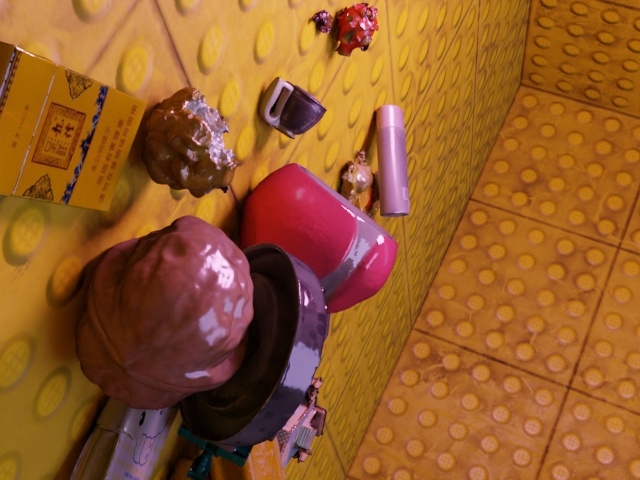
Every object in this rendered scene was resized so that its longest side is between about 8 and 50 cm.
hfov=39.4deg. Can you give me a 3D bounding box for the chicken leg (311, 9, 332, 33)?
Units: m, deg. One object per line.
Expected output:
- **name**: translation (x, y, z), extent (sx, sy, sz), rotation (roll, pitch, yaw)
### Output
- **chicken leg**: translation (0.005, -0.411, 1.670), extent (0.036, 0.021, 0.083), rotation (-61, 162, 1)

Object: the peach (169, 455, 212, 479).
- **peach**: translation (-0.249, 0.488, 1.760), extent (0.118, 0.151, 0.151), rotation (33, 72, -27)

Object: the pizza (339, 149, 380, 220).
- **pizza**: translation (0.094, -0.100, 2.201), extent (0.287, 0.075, 0.280), rotation (71, 41, -64)

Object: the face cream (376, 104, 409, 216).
- **face cream**: translation (0.178, -0.195, 2.209), extent (0.107, 0.073, 0.269), rotation (18, 69, -77)

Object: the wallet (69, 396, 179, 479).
- **wallet**: translation (-0.292, 0.295, 1.448), extent (0.223, 0.077, 0.309), rotation (74, 35, -63)

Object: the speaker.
- **speaker**: translation (0.000, 0.000, 1.637), extent (0.294, 0.294, 0.294), rotation (-57, 159, -37)

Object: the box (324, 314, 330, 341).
- **box**: translation (-0.009, 0.216, 2.300), extent (0.115, 0.036, 0.177), rotation (-54, 157, -42)

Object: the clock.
- **clock**: translation (-0.108, 0.157, 1.346), extent (0.061, 0.313, 0.312), rotation (24, 84, -33)

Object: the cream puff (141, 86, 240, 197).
- **cream puff**: translation (-0.190, -0.135, 1.233), extent (0.156, 0.121, 0.156), rotation (55, 18, -27)

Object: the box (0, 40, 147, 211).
- **box**: translation (-0.302, -0.120, 1.024), extent (0.153, 0.041, 0.279), rotation (-70, 164, 3)

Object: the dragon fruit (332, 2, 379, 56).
- **dragon fruit**: translation (0.068, -0.414, 1.768), extent (0.081, 0.086, 0.116), rotation (-107, -155, -45)

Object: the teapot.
- **teapot**: translation (-0.059, -0.235, 1.604), extent (0.090, 0.124, 0.092), rotation (-55, -155, 3)

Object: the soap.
- **soap**: translation (-0.146, 0.428, 1.770), extent (0.199, 0.091, 0.314), rotation (25, 53, -73)

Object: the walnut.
- **walnut**: translation (-0.208, 0.103, 1.235), extent (0.273, 0.273, 0.227), rotation (-52, 125, -45)

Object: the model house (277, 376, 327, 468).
- **model house**: translation (-0.103, 0.441, 2.045), extent (0.206, 0.178, 0.271), rotation (-39, 148, -57)

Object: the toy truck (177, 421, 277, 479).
- **toy truck**: translation (-0.136, 0.249, 1.606), extent (0.178, 0.177, 0.363), rotation (-61, -179, 46)
